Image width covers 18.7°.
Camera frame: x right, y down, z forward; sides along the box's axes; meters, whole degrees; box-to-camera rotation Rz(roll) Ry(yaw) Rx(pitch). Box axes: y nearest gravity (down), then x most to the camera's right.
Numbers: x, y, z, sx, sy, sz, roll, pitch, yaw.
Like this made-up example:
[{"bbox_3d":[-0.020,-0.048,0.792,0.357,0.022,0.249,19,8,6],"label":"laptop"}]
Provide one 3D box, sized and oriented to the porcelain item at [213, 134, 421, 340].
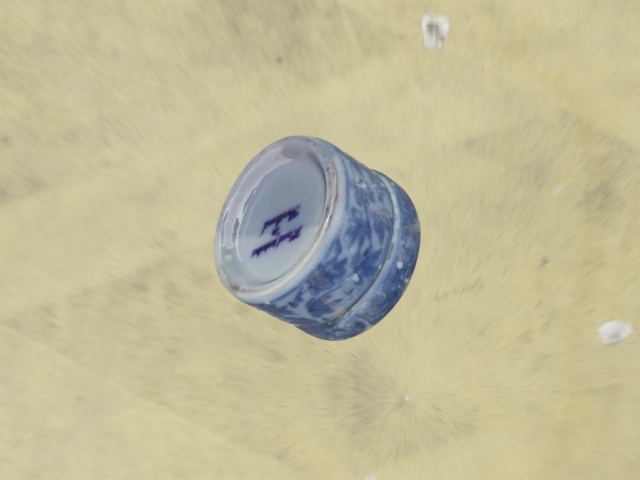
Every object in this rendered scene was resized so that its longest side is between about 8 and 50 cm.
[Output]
[{"bbox_3d":[0.000,0.000,1.564,0.114,0.147,0.147,28,86,-38],"label":"porcelain item"}]
